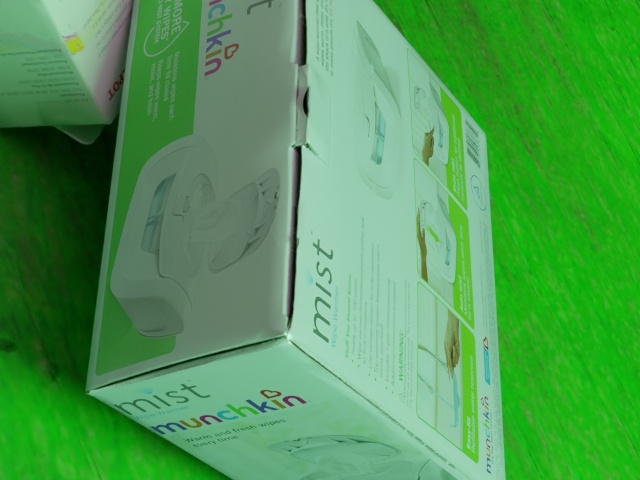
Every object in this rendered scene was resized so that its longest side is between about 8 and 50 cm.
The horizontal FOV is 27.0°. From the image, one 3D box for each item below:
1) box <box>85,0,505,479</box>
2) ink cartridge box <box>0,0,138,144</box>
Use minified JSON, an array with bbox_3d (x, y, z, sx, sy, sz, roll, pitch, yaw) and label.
[{"bbox_3d":[0.000,0.000,0.747,0.231,0.127,0.262,40,42,-46],"label":"box"},{"bbox_3d":[-0.159,-0.133,0.764,0.092,0.090,0.143,-63,144,-41],"label":"ink cartridge box"}]
